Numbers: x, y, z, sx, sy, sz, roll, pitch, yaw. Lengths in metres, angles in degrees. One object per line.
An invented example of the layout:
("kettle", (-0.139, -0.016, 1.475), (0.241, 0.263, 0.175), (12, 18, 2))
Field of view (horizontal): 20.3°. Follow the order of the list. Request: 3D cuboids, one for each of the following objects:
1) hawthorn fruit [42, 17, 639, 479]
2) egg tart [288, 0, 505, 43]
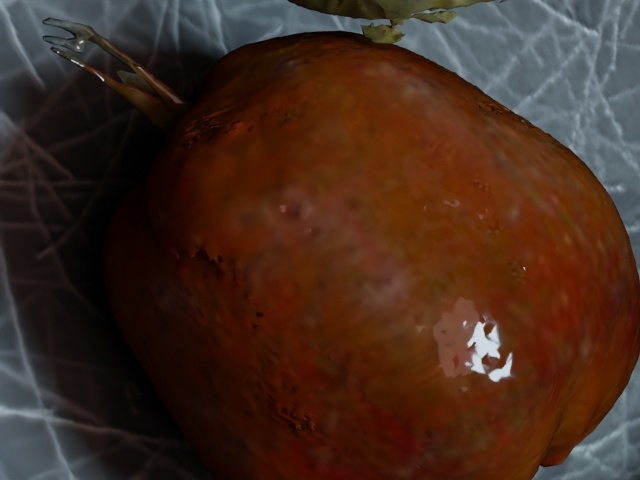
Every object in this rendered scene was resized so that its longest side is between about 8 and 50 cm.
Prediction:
("hawthorn fruit", (0.000, 0.000, 0.772), (0.299, 0.211, 0.211), (44, 70, -10))
("egg tart", (0.060, -0.238, 0.738), (0.315, 0.315, 0.120), (-64, 147, -13))
